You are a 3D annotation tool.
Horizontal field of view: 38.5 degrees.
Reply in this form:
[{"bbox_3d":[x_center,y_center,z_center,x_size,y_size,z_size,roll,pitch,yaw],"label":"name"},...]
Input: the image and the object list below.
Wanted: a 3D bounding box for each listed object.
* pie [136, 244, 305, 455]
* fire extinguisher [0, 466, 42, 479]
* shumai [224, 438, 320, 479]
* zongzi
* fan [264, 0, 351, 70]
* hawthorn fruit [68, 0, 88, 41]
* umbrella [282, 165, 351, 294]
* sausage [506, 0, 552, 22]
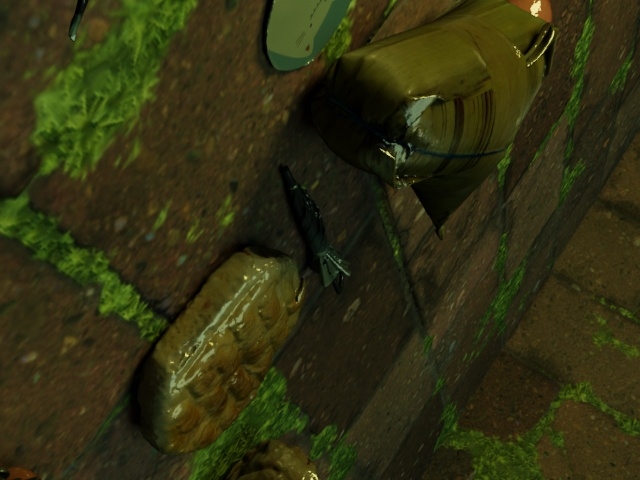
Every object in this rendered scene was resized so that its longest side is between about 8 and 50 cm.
[{"bbox_3d":[-0.080,0.096,0.775,0.195,0.046,0.195,-47,155,-30],"label":"pie"},{"bbox_3d":[-0.201,0.193,0.624,0.062,0.050,0.177,-15,147,-6],"label":"fire extinguisher"},{"bbox_3d":[-0.084,0.320,0.969,0.175,0.166,0.206,-8,128,-37],"label":"shumai"},{"bbox_3d":[0.079,-0.065,0.828,0.260,0.123,0.289,-34,152,-42],"label":"zongzi"},{"bbox_3d":[-0.015,-0.171,0.610,0.113,0.005,0.175,-62,160,8],"label":"fan"},{"bbox_3d":[-0.053,-0.178,0.285,0.181,0.181,0.235,-20,141,-60],"label":"hawthorn fruit"},{"bbox_3d":[-0.001,0.005,0.847,0.269,0.044,0.044,62,33,-66],"label":"umbrella"},{"bbox_3d":[0.193,-0.200,0.980,0.154,0.062,0.062,-56,160,-13],"label":"sausage"}]
